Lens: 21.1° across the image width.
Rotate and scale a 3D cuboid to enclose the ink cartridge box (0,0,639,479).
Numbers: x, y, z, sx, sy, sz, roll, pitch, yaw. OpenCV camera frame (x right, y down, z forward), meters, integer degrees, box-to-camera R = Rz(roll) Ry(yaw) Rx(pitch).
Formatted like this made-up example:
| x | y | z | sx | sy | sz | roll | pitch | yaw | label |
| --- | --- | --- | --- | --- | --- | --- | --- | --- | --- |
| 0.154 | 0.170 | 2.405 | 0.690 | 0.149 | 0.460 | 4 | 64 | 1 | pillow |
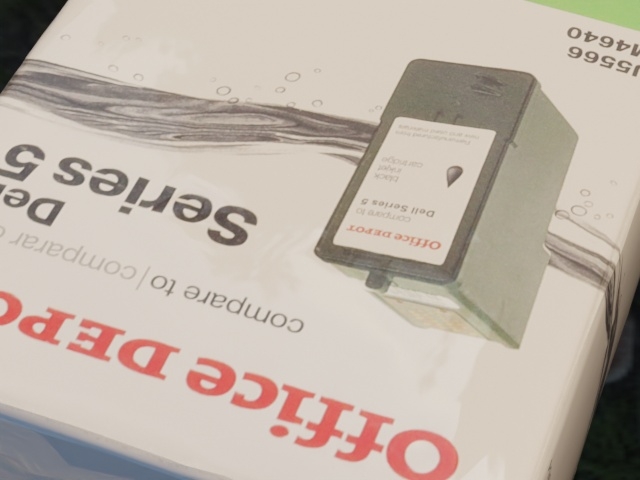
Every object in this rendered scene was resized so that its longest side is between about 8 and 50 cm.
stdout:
| x | y | z | sx | sy | sz | roll | pitch | yaw | label |
| --- | --- | --- | --- | --- | --- | --- | --- | --- | --- |
| 0.000 | 0.000 | 0.553 | 0.198 | 0.273 | 0.115 | 16 | 139 | 12 | ink cartridge box |
